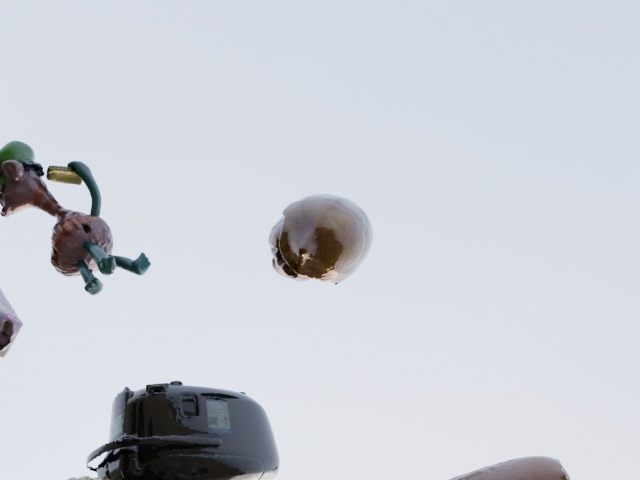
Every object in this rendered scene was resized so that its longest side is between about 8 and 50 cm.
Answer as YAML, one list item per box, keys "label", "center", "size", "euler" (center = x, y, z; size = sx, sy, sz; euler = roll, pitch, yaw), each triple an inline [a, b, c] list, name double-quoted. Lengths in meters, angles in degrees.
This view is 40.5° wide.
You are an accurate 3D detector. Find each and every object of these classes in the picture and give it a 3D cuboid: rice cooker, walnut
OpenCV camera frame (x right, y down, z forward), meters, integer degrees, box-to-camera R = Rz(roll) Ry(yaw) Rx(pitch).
- label: "rice cooker"
  center: [-0.142, 0.220, 0.919]
  size: [0.203, 0.118, 0.142]
  euler: [14, -35, -35]
- label: "walnut"
  center: [0.000, 0.000, 0.993]
  size: [0.116, 0.207, 0.116]
  euler: [1, -82, 9]

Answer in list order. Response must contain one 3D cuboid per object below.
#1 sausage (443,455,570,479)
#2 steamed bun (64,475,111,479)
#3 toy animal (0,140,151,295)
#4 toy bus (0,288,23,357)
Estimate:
- label: "sausage"
  center: [0.094, 0.212, 0.630]
  size: [0.197, 0.076, 0.076]
  euler: [-24, -75, 21]
- label: "steamed bun"
  center: [-0.206, 0.319, 0.807]
  size: [0.192, 0.106, 0.177]
  euler: [48, -56, 19]
- label: "toy animal"
  center: [-0.268, -0.028, 0.922]
  size: [0.208, 0.103, 0.100]
  euler: [41, -11, 23]
- label: "toy bus"
  center: [-0.586, 0.099, 1.432]
  size: [0.112, 0.274, 0.090]
  euler: [27, -86, -39]
